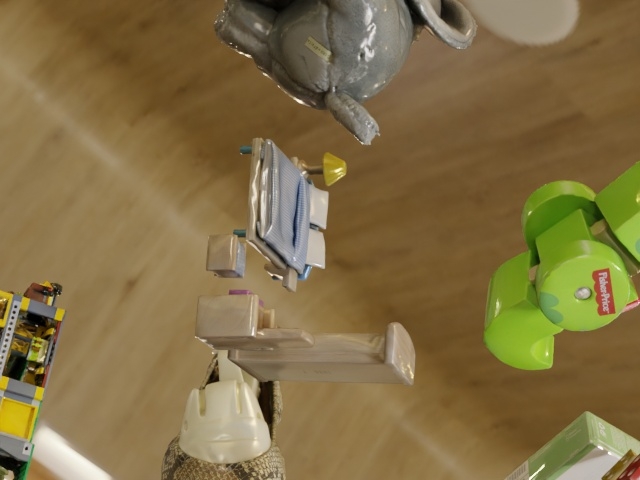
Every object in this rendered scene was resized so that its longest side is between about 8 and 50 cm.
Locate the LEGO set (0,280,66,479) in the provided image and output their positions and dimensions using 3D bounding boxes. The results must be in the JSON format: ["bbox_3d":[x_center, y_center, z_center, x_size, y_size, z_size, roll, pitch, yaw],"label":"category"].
[{"bbox_3d":[-0.388,0.171,1.328,0.192,0.331,0.255,20,-21,-19],"label":"LEGO set"}]

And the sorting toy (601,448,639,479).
[{"bbox_3d":[0.262,0.318,1.394,0.046,0.274,0.132,45,-20,5],"label":"sorting toy"}]

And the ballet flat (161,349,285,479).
[{"bbox_3d":[-0.125,0.241,1.846,0.164,0.182,0.483,1,16,0],"label":"ballet flat"}]

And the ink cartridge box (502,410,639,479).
[{"bbox_3d":[0.340,0.312,1.576,0.235,0.056,0.171,30,-57,-19],"label":"ink cartridge box"}]

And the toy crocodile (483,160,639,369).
[{"bbox_3d":[0.251,-0.019,1.000,0.340,0.115,0.105,-39,-65,21],"label":"toy crocodile"}]

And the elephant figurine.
[{"bbox_3d":[0.043,-0.192,1.114,0.169,0.186,0.239,18,16,30],"label":"elephant figurine"}]

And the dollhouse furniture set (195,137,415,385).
[{"bbox_3d":[0.000,0.000,1.624,0.198,0.304,0.286,-1,-17,14],"label":"dollhouse furniture set"}]
